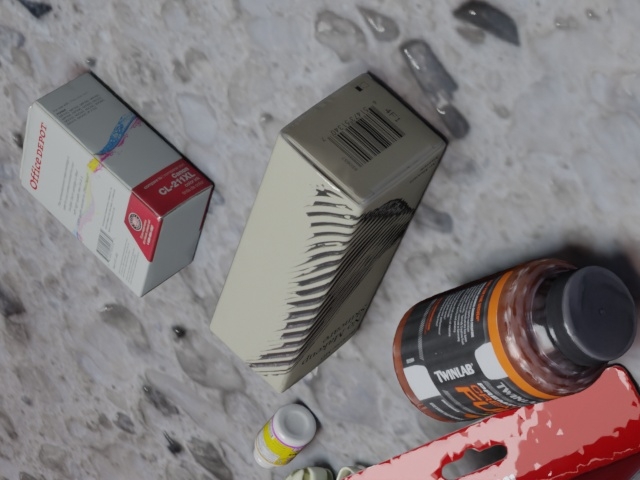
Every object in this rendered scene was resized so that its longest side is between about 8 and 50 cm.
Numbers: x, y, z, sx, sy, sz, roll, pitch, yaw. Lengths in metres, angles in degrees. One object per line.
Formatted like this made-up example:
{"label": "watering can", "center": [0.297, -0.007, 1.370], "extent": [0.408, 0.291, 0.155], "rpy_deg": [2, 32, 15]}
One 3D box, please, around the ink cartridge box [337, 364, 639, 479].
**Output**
{"label": "ink cartridge box", "center": [0.143, 0.280, 1.314], "extent": [0.309, 0.130, 0.271], "rpy_deg": [-27, 86, 25]}

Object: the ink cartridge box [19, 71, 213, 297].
{"label": "ink cartridge box", "center": [-0.195, -0.054, 1.621], "extent": [0.175, 0.072, 0.127], "rpy_deg": [42, 144, 17]}

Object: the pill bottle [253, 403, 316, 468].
{"label": "pill bottle", "center": [-0.038, 0.193, 1.669], "extent": [0.043, 0.043, 0.083], "rpy_deg": [49, 146, 8]}

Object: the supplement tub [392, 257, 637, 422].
{"label": "supplement tub", "center": [0.147, 0.074, 1.297], "extent": [0.106, 0.106, 0.198], "rpy_deg": [58, 146, -5]}

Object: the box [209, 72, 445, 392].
{"label": "box", "center": [0.000, 0.000, 1.406], "extent": [0.094, 0.113, 0.275], "rpy_deg": [42, 145, 15]}

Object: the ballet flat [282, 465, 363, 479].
{"label": "ballet flat", "center": [0.012, 0.254, 1.645], "extent": [0.248, 0.086, 0.086], "rpy_deg": [-1, 118, 48]}
